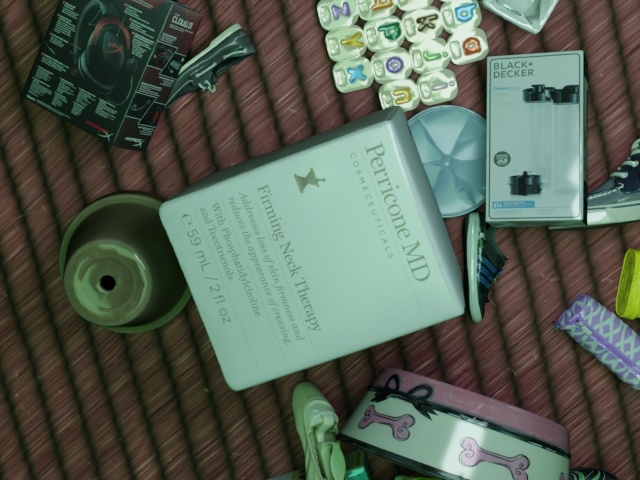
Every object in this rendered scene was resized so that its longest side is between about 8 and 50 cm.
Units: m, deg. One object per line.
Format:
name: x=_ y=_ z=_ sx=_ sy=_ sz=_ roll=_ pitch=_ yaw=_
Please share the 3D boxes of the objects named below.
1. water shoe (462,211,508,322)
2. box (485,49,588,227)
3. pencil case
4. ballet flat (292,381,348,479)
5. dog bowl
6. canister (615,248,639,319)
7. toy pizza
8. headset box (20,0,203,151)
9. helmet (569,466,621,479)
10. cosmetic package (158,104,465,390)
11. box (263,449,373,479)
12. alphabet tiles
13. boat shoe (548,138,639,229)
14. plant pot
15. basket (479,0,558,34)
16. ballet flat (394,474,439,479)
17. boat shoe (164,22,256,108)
water shoe: x=0.300 y=0.050 z=1.916 sx=0.080 sy=0.073 sz=0.203 roll=-3 pitch=100 yaw=0
box: x=0.369 y=-0.170 z=1.814 sx=0.169 sy=0.087 sz=0.290 roll=1 pitch=84 yaw=20
pencil case: x=0.526 y=0.184 z=1.923 sx=0.206 sy=0.088 sz=0.086 roll=38 pitch=100 yaw=-5
ballet flat: x=0.007 y=0.359 z=1.912 sx=0.086 sy=0.086 sz=0.248 roll=-14 pitch=62 yaw=4
dog bowl: x=0.241 y=0.339 z=1.817 sx=0.408 sy=0.408 sz=0.150 roll=20 pitch=82 yaw=-2
canister: x=0.631 y=0.089 z=1.912 sx=0.170 sy=0.073 sz=0.126 roll=9 pitch=100 yaw=-1
toy pizza: x=0.225 y=-0.142 z=1.907 sx=0.201 sy=0.032 sz=0.201 roll=0 pitch=99 yaw=0
headset box: x=-0.352 y=-0.330 z=1.820 sx=0.218 sy=0.110 sz=0.293 roll=27 pitch=99 yaw=20
helmet: x=0.489 y=0.499 z=1.937 sx=0.169 sy=0.161 sz=0.169 roll=0 pitch=99 yaw=2
cosmetic package: x=0.000 y=0.000 z=1.771 sx=0.393 sy=0.327 sz=0.329 roll=-20 pitch=98 yaw=10
box: x=-0.025 y=0.466 z=1.978 sx=0.244 sy=0.100 sz=0.060 roll=-19 pitch=98 yaw=5
alphabet tiles: x=0.145 y=-0.373 z=1.878 sx=0.278 sy=0.021 sz=0.284 roll=-14 pitch=98 yaw=4
boat shoe: x=0.558 y=-0.114 z=1.871 sx=0.340 sy=0.127 sz=0.158 roll=-10 pitch=86 yaw=1
plant pot: x=-0.351 y=0.053 z=1.858 sx=0.263 sy=0.229 sz=0.263 roll=0 pitch=99 yaw=3
basket: x=0.358 y=-0.450 z=1.818 sx=0.113 sy=0.103 sz=0.167 roll=29 pitch=100 yaw=-3
ballet flat: x=0.136 y=0.471 z=1.916 sx=0.231 sy=0.077 sz=0.077 roll=-39 pitch=129 yaw=22
boat shoe: x=-0.203 y=-0.294 z=1.875 sx=0.206 sy=0.075 sz=0.065 roll=-41 pitch=93 yaw=3
